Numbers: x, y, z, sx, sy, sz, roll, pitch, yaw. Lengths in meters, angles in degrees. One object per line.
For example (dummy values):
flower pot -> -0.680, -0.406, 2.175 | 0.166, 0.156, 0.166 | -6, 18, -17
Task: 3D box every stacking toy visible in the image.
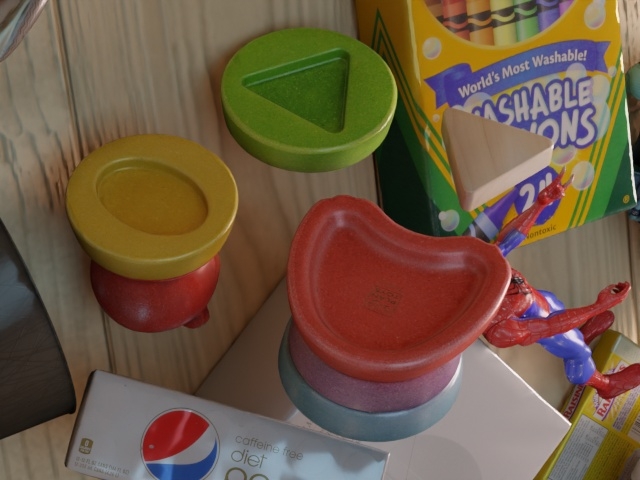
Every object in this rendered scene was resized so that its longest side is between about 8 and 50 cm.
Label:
stacking toy -> 0.000, 0.000, 1.409 | 0.279, 0.309, 0.130 | -50, 158, -35

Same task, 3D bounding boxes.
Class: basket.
basket -> -0.303, 0.085, 1.289 | 0.227, 0.154, 0.204 | -28, 131, -19

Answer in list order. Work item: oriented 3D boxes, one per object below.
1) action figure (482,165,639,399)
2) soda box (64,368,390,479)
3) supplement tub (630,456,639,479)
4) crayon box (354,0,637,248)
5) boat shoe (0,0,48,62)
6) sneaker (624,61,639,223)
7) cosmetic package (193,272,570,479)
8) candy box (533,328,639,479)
action figure -> 0.204, 0.040, 1.544 | 0.139, 0.091, 0.280 | -41, 148, 18
soda box -> -0.067, 0.153, 1.352 | 0.216, 0.069, 0.074 | 17, 82, -8
supplement tub -> 0.347, 0.291, 1.690 | 0.191, 0.191, 0.272 | 6, 106, -32
crayon box -> 0.136, -0.156, 1.531 | 0.203, 0.083, 0.323 | -19, 111, -26
boat shoe -> -0.282, -0.141, 1.263 | 0.116, 0.123, 0.324 | 44, 77, -29
sneaker -> 0.307, -0.031, 1.672 | 0.122, 0.110, 0.283 | -6, 103, -11
cosmetic package -> 0.032, 0.154, 1.512 | 0.225, 0.138, 0.224 | 43, 79, -32
candy box -> 0.243, 0.190, 1.714 | 0.105, 0.027, 0.206 | 33, 84, -33
